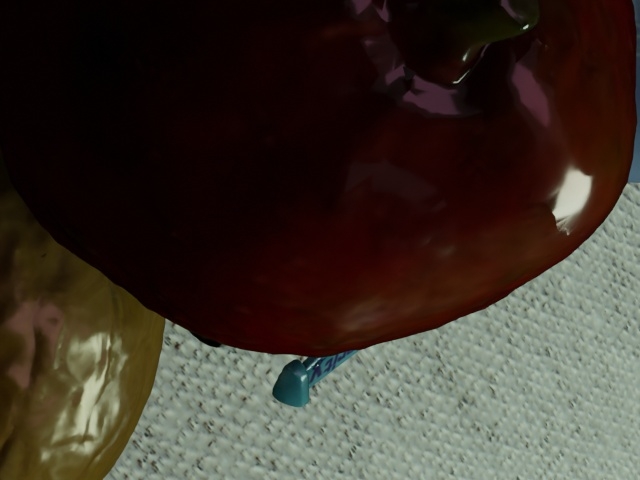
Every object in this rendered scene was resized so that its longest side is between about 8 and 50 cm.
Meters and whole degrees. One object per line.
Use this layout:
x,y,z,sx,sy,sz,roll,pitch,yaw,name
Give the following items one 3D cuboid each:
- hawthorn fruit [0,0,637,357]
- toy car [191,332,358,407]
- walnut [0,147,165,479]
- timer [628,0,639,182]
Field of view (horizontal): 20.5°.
0.007,-0.076,0.713,0.265,0.307,0.265,-3,97,-26,hawthorn fruit
0.000,0.000,0.936,0.126,0.098,0.161,-36,160,-30,toy car
-0.125,0.046,0.846,0.167,0.087,0.211,-14,112,-61,walnut
0.193,-0.249,0.969,0.395,0.173,0.395,2,90,-66,timer
